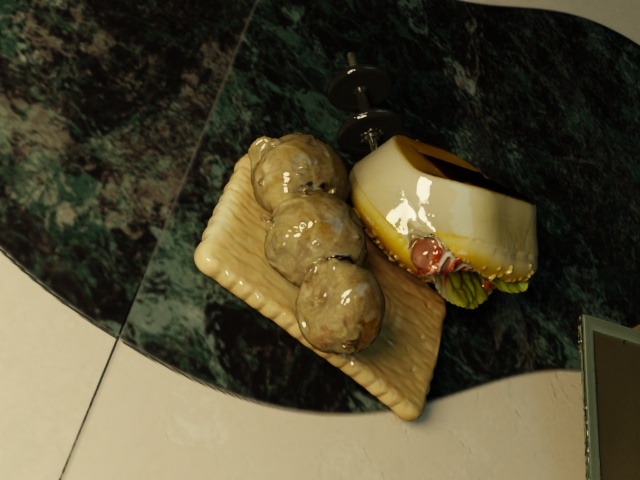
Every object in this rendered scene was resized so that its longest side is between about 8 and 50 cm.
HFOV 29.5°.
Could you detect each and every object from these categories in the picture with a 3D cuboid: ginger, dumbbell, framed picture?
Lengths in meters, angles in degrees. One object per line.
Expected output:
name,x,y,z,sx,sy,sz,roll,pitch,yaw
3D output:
ginger,0.000,0.000,1.015,0.104,0.080,0.204,17,46,-41
dumbbell,0.045,-0.131,1.220,0.069,0.069,0.147,13,50,-36
framed picture,0.330,0.223,1.200,0.217,0.017,0.274,19,63,-32

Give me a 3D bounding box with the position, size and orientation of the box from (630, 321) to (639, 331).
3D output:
box,0.463,0.172,1.372,0.159,0.071,0.240,-20,75,-46

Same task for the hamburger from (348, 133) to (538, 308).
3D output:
hamburger,0.116,-0.017,1.140,0.173,0.116,0.210,38,16,33

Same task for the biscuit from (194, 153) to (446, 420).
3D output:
biscuit,0.007,0.040,1.078,0.249,0.030,0.160,36,40,-16
